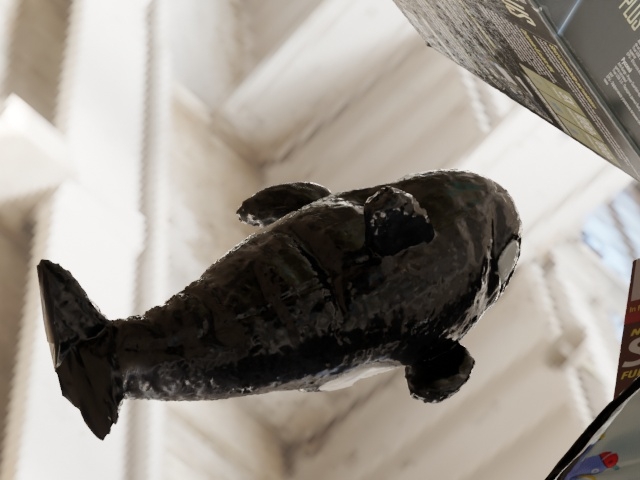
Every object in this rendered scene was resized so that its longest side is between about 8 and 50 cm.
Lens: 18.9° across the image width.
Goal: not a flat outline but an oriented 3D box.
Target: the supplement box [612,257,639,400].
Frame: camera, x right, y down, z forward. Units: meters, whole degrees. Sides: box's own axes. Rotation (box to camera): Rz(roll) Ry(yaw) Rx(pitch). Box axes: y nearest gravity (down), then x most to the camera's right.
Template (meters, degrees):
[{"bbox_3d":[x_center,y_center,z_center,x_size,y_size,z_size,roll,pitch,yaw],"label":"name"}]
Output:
[{"bbox_3d":[0.229,0.113,1.060,0.130,0.073,0.239,-15,-132,38],"label":"supplement box"}]

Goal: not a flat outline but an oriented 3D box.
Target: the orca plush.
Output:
[{"bbox_3d":[0.000,0.000,0.945,0.151,0.287,0.102,63,-37,36],"label":"orca plush"}]

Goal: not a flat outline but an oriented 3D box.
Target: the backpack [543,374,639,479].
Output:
[{"bbox_3d":[0.151,0.218,0.804,0.273,0.290,0.355,5,-132,23],"label":"backpack"}]

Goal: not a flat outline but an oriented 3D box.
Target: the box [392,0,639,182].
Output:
[{"bbox_3d":[0.072,-0.117,0.705,0.077,0.180,0.147,-49,-131,-3],"label":"box"}]
